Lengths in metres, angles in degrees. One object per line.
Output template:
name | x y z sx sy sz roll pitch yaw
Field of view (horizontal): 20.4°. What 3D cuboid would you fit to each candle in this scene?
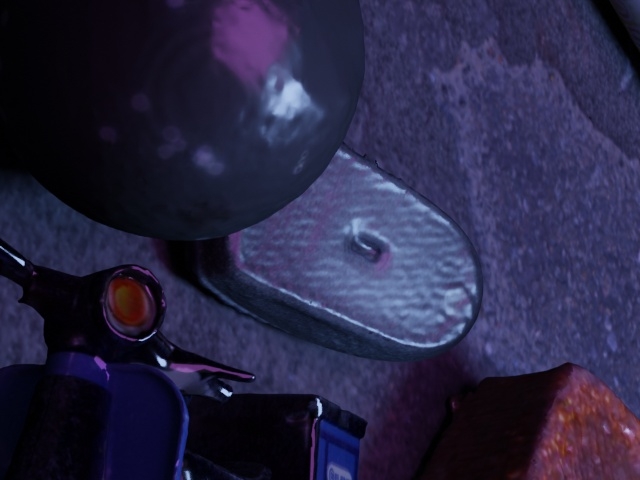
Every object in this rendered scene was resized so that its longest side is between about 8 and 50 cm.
candle | 0.168 0.220 1.119 0.317 0.131 0.287 5 72 -47

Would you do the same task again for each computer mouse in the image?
computer mouse | -0.002 0.001 1.015 0.229 0.068 0.113 29 74 -33

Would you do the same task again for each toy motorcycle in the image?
toy motorcycle | -0.080 0.129 0.796 0.358 0.125 0.213 40 50 -64

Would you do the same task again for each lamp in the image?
lamp | -0.068 -0.145 0.890 0.182 0.182 0.314 40 40 -40

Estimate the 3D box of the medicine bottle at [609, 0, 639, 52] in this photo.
medicine bottle | 0.278 -0.181 1.374 0.426 0.108 0.108 52 47 -35
